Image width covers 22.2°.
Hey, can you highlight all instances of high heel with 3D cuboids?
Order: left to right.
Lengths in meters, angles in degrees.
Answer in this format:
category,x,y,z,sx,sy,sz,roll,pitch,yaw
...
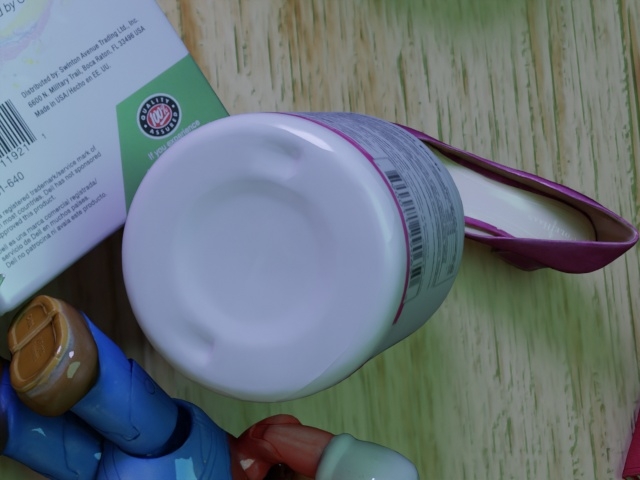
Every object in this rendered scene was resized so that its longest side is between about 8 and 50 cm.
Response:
category,x,y,z,sx,sy,sz,roll,pitch,yaw
high heel,0.112,-0.035,1.187,0.244,0.117,0.082,30,67,-26

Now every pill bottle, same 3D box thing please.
category,x,y,z,sx,sy,sz,roll,pitch,yaw
pill bottle,0.000,0.000,1.009,0.283,0.160,0.160,-15,90,-75

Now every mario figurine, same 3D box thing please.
category,x,y,z,sx,sy,sz,roll,pitch,yaw
mario figurine,-0.072,0.170,0.985,0.321,0.198,0.170,34,69,-30

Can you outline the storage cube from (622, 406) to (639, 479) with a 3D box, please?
category,x,y,z,sx,sy,sz,roll,pitch,yaw
storage cube,0.386,0.135,1.297,0.215,0.184,0.193,30,65,-25

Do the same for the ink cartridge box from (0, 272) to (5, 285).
category,x,y,z,sx,sy,sz,roll,pitch,yaw
ink cartridge box,-0.256,0.060,0.875,0.062,0.209,0.109,37,64,-23

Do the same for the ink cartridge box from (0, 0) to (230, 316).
category,x,y,z,sx,sy,sz,roll,pitch,yaw
ink cartridge box,-0.214,-0.117,0.989,0.201,0.117,0.278,-40,104,-30
